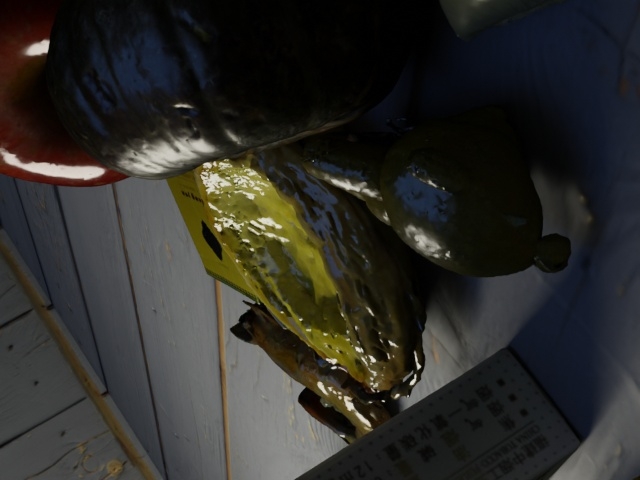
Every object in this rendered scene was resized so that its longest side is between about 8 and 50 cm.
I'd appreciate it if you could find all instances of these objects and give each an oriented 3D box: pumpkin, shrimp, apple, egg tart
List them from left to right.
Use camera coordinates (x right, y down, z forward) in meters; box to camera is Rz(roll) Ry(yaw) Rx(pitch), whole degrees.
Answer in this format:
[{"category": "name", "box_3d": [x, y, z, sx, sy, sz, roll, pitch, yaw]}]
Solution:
[{"category": "apple", "box_3d": [-0.202, -0.177, 0.938, 0.260, 0.260, 0.216, 83, 174, -47]}, {"category": "pumpkin", "box_3d": [-0.048, -0.130, 0.691, 0.162, 0.219, 0.219, 71, 161, 1]}, {"category": "shrimp", "box_3d": [0.000, 0.143, 1.189, 0.253, 0.058, 0.173, 28, 151, 55]}, {"category": "egg tart", "box_3d": [0.000, 0.000, 0.930, 0.279, 0.095, 0.279, 47, 160, 23]}]

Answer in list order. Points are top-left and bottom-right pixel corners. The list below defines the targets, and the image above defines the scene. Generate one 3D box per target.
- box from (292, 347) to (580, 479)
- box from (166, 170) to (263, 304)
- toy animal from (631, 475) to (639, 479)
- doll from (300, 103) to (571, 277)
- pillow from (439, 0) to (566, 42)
[{"category": "box", "box_3d": [0.009, 0.227, 0.850, 0.095, 0.330, 0.210, 55, 160, 20]}, {"category": "box", "box_3d": [-0.126, -0.076, 1.205, 0.153, 0.041, 0.279, 20, 136, 61]}, {"category": "toy animal", "box_3d": [0.198, 0.195, 0.711, 0.091, 0.082, 0.114, 49, 158, 33]}, {"category": "doll", "box_3d": [0.064, -0.045, 0.713, 0.137, 0.097, 0.209, 25, -176, -28]}, {"category": "pillow", "box_3d": [0.055, -0.198, 0.566, 0.208, 0.053, 0.119, 61, 163, -9]}]
